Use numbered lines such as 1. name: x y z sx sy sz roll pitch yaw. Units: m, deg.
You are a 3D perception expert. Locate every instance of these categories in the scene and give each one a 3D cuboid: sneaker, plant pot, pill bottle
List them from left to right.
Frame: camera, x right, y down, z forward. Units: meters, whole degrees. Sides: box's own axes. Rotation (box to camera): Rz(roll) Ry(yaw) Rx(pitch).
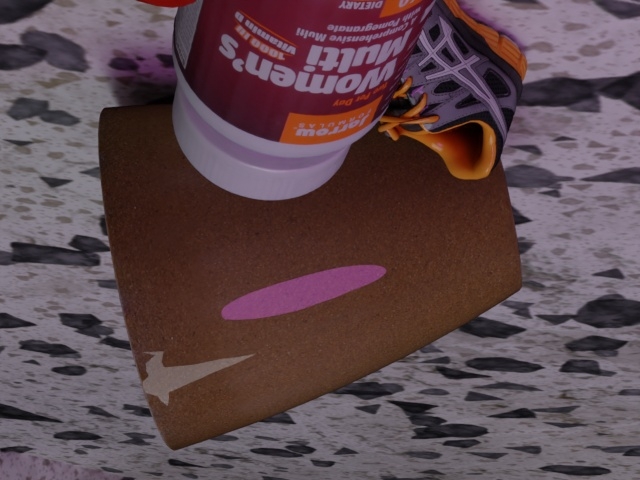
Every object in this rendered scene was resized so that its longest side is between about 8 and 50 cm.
1. pill bottle: -0.009 -0.117 0.883 0.121 0.121 0.221 7 149 -10
2. plant pot: 0.000 0.000 1.203 0.254 0.237 0.237 -12 161 1
3. sneaker: 0.049 -0.103 1.044 0.084 0.083 0.215 -11 155 44

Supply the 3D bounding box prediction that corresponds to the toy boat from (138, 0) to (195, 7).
1. toy boat: -0.174 -0.187 0.778 0.318 0.148 0.267 8 158 12
